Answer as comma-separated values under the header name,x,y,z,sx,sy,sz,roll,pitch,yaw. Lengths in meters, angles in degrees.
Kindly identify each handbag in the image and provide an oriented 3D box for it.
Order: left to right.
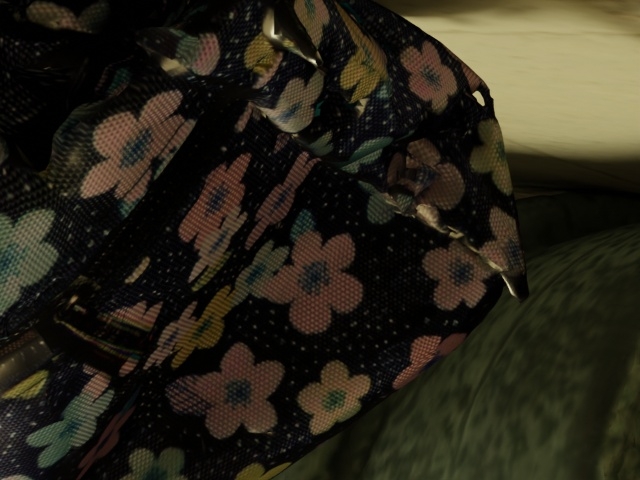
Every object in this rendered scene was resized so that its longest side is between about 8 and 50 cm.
name,x,y,z,sx,sy,sz,roll,pitch,yaw
handbag,-0.085,0.004,0.416,0.228,0.127,0.208,-31,152,14

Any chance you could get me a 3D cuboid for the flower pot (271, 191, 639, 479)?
name,x,y,z,sx,sy,sz,roll,pitch,yaw
flower pot,0.114,0.128,0.740,0.299,0.299,0.283,11,172,-27
